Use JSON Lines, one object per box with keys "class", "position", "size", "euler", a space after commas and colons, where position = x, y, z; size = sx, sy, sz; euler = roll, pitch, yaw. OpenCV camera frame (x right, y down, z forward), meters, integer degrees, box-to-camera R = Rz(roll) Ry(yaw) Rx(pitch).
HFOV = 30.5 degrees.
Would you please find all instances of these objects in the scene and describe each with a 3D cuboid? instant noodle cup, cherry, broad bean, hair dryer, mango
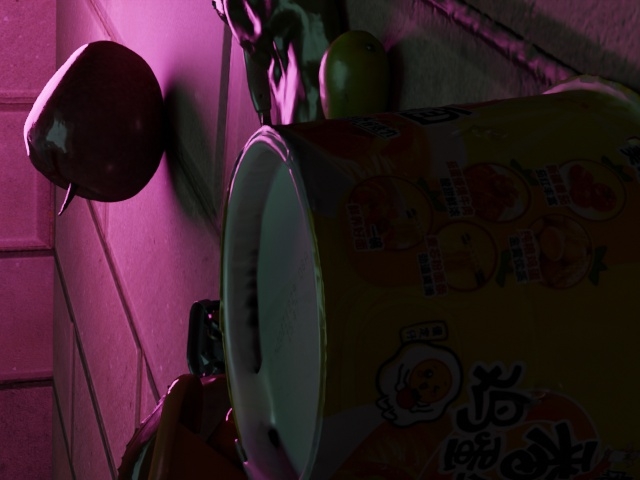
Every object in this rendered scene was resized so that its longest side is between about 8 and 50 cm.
{"class": "instant noodle cup", "position": [0.062, 0.034, 0.651], "size": [0.264, 0.200, 0.264], "euler": [179, 90, -71]}
{"class": "cherry", "position": [-0.339, -0.161, 1.785], "size": [0.236, 0.213, 0.285], "euler": [-8, 60, 52]}
{"class": "broad bean", "position": [-0.024, -0.180, 1.098], "size": [0.206, 0.072, 0.153], "euler": [65, 155, 24]}
{"class": "hair dryer", "position": [-0.076, -0.208, 1.285], "size": [0.167, 0.068, 0.199], "euler": [-109, 9, -62]}
{"class": "mango", "position": [0.028, -0.119, 0.957], "size": [0.108, 0.056, 0.073], "euler": [90, 169, -47]}

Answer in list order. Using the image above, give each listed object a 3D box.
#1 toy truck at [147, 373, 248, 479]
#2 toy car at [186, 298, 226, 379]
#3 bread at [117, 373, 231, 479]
{"class": "toy truck", "position": [-0.024, 0.213, 0.822], "size": [0.288, 0.212, 0.204], "euler": [-71, -5, -50]}
{"class": "toy car", "position": [-0.052, 0.131, 1.172], "size": [0.191, 0.100, 0.097], "euler": [36, 128, 42]}
{"class": "bread", "position": [-0.063, 0.223, 0.998], "size": [0.070, 0.236, 0.236], "euler": [-171, 79, -71]}
